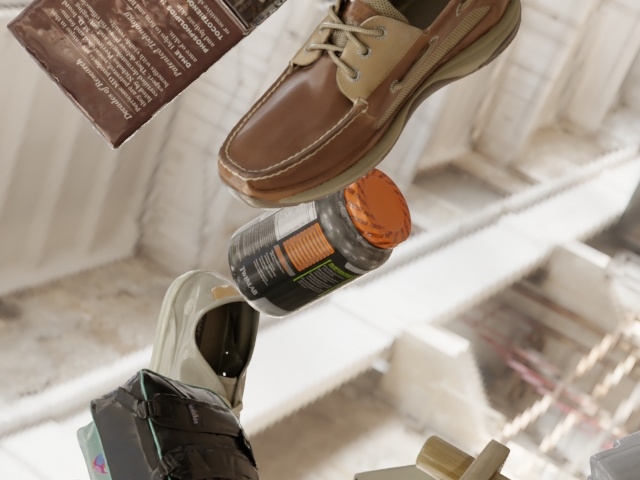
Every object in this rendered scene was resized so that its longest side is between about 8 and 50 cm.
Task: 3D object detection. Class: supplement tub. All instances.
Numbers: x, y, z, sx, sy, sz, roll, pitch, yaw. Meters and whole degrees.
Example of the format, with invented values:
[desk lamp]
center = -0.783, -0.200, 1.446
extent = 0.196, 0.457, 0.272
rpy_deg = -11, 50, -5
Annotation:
[supplement tub]
center = 0.000, 0.000, 1.733
extent = 0.190, 0.117, 0.117
rpy_deg = -29, 2, 33

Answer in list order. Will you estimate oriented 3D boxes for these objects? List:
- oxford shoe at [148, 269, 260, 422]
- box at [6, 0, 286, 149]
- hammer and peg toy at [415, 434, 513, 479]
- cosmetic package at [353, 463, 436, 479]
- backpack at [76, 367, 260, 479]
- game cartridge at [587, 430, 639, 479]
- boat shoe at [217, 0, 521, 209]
[oxford shoe]
center = -0.178, 0.266, 2.297
extent = 0.169, 0.130, 0.449
rpy_deg = 14, -97, -48
[box]
center = -0.167, -0.235, 1.593
extent = 0.203, 0.167, 0.168
rpy_deg = -38, 9, 28
[hammer and peg toy]
center = 0.051, 0.353, 1.400
extent = 0.361, 0.127, 0.266
rpy_deg = -38, -27, -55
[cosmetic package]
center = 0.134, 0.405, 1.893
extent = 0.296, 0.129, 0.153
rpy_deg = 66, -160, -47
[backpack]
center = -0.157, 0.236, 1.683
extent = 0.144, 0.165, 0.188
rpy_deg = -37, -26, 26
[game cartridge]
center = 0.305, 0.260, 1.139
extent = 0.198, 0.062, 0.297
rpy_deg = -16, -72, -12
[boat shoe]
center = 0.034, -0.155, 1.302
extent = 0.324, 0.123, 0.116
rpy_deg = -43, -35, -23
